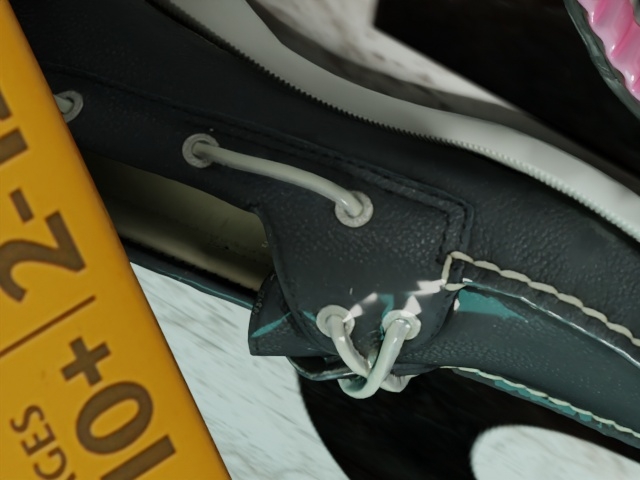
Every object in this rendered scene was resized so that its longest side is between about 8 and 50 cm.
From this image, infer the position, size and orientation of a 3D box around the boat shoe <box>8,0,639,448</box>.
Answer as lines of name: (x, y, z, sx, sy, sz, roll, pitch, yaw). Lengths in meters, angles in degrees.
boat shoe: (0.000, 0.000, 0.558, 0.302, 0.091, 0.114, 28, 155, 17)

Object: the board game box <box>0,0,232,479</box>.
board game box: (-0.275, 0.013, 0.421, 0.356, 0.356, 0.357, 27, 144, 58)

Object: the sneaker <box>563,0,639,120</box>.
sneaker: (0.095, -0.035, 0.439, 0.119, 0.047, 0.057, 45, 166, -18)
